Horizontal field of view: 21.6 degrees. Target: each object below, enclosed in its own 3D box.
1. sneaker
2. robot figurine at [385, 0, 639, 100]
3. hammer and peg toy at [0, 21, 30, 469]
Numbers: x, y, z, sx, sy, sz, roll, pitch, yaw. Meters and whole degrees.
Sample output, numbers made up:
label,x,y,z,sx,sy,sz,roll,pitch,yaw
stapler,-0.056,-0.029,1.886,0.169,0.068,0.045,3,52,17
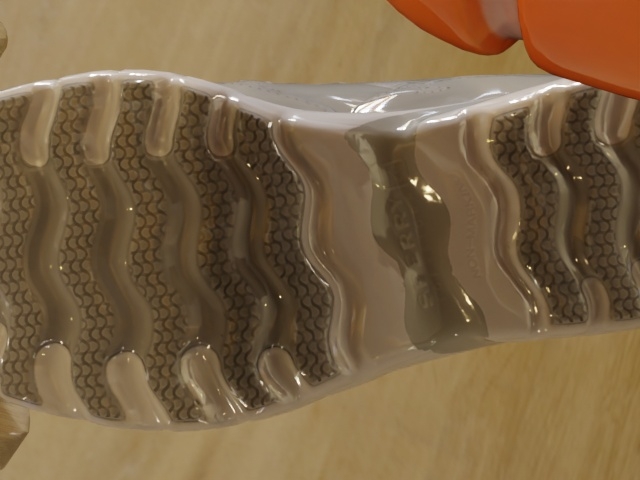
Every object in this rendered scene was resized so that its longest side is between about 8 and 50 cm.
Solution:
label,x,y,z,sx,sy,sz,roll,pitch,yaw
sneaker,0.000,0.000,0.535,0.281,0.115,0.105,-1,92,-3
robot figurine,0.091,-0.085,0.322,0.219,0.128,0.158,16,37,19
hammer and peg toy,-0.285,-0.054,0.648,0.127,0.361,0.266,-53,32,25
